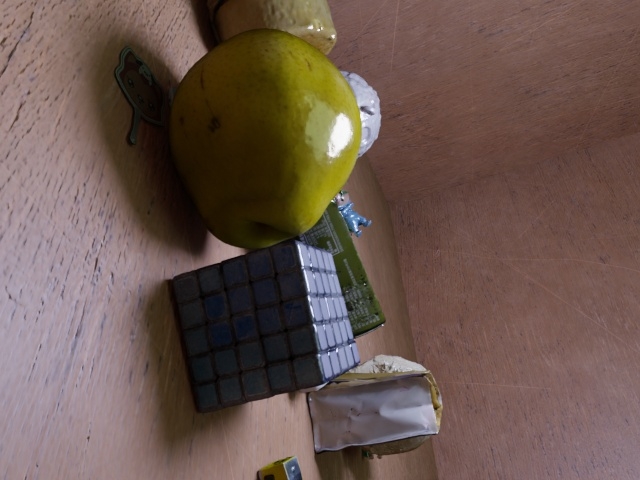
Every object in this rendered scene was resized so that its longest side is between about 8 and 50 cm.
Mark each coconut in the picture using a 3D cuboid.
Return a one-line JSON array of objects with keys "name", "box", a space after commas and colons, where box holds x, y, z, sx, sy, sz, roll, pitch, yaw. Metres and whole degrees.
[{"name": "coconut", "box": [0.205, 0.483, 1.537, 0.254, 0.297, 0.297, 24, 51, -66]}]

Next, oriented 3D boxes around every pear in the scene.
[{"name": "pear", "box": [-0.102, -0.198, 0.993, 0.362, 0.362, 0.418, 47, 41, -60]}]

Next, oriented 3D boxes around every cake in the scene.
[{"name": "cake", "box": [-0.143, -0.640, 1.397, 0.332, 0.332, 0.321, -20, 92, -75]}]

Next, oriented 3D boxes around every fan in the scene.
[{"name": "fan", "box": [-0.323, -0.247, 0.923, 0.132, 0.009, 0.220, 51, 25, -49]}]

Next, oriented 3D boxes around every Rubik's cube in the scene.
[{"name": "Rubik's cube", "box": [-0.088, 0.145, 0.920, 0.238, 0.237, 0.237, 19, 55, -73]}]

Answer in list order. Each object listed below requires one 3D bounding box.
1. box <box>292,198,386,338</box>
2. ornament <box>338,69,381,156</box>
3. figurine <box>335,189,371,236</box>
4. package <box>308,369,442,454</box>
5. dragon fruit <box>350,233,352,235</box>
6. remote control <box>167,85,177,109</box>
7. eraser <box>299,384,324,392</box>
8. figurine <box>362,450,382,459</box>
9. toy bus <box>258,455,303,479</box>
[{"name": "box", "box": [0.000, 0.000, 1.381, 0.373, 0.138, 0.420, -121, -172, -66]}, {"name": "ornament", "box": [0.051, -0.434, 1.854, 0.337, 0.337, 0.337, -16, 90, -75]}, {"name": "figurine", "box": [0.071, -0.096, 1.574, 0.114, 0.178, 0.144, -37, 153, -36]}, {"name": "package", "box": [0.137, 0.400, 1.310, 0.221, 0.311, 0.165, -9, 86, -74]}, {"name": "dragon fruit", "box": [0.009, -0.128, 1.745, 0.282, 0.100, 0.343, 59, 27, 4]}, {"name": "remote control", "box": [-0.269, -0.262, 1.098, 0.162, 0.029, 0.061, 28, 45, -63]}, {"name": "eraser", "box": [-0.047, 0.214, 1.272, 0.174, 0.094, 0.270, -23, 95, -79]}, {"name": "figurine", "box": [0.172, 0.638, 1.675, 0.187, 0.083, 0.083, -88, 157, -66]}, {"name": "toy bus", "box": [-0.053, 0.525, 0.955, 0.081, 0.074, 0.226, 27, 48, -71]}]
